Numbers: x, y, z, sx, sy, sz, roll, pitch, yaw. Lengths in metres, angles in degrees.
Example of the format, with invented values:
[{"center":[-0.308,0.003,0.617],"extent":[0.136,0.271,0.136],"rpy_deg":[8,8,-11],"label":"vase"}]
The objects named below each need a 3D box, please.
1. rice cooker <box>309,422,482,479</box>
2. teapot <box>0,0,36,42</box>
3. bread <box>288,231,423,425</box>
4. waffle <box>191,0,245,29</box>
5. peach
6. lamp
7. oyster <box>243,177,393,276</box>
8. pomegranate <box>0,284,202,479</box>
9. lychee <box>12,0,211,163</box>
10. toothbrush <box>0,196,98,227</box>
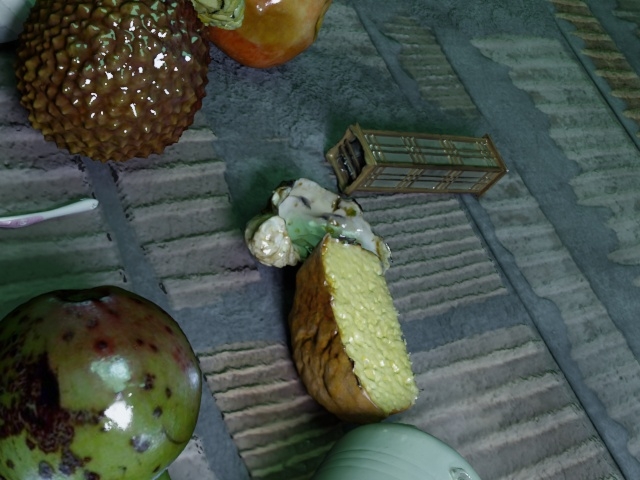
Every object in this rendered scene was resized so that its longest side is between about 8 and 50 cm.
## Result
[{"center":[0.067,0.343,1.011],"extent":[0.226,0.226,0.244],"rpy_deg":[44,40,1],"label":"rice cooker"},{"center":[-0.464,-0.356,1.199],"extent":[0.222,0.163,0.178],"rpy_deg":[5,60,-33],"label":"teapot"},{"center":[0.029,0.132,1.206],"extent":[0.129,0.134,0.260],"rpy_deg":[15,53,-41],"label":"bread"},{"center":[-0.243,-0.378,1.263],"extent":[0.297,0.317,0.073],"rpy_deg":[23,81,4],"label":"waffle"},{"center":[-0.083,-0.402,1.467],"extent":[0.214,0.235,0.214],"rpy_deg":[29,37,-25],"label":"peach"},{"center":[0.168,-0.130,1.544],"extent":[0.325,0.090,0.089],"rpy_deg":[0,57,-38],"label":"lamp"},{"center":[-0.002,0.006,1.321],"extent":[0.294,0.094,0.166],"rpy_deg":[29,39,-40],"label":"oyster"},{"center":[-0.225,0.190,0.943],"extent":[0.242,0.305,0.242],"rpy_deg":[-9,33,6],"label":"pomegranate"},{"center":[-0.255,-0.229,1.178],"extent":[0.268,0.267,0.267],"rpy_deg":[20,48,-24],"label":"lychee"},{"center":[-0.363,-0.028,1.122],"extent":[0.204,0.017,0.022],"rpy_deg":[-17,59,-43],"label":"toothbrush"}]
